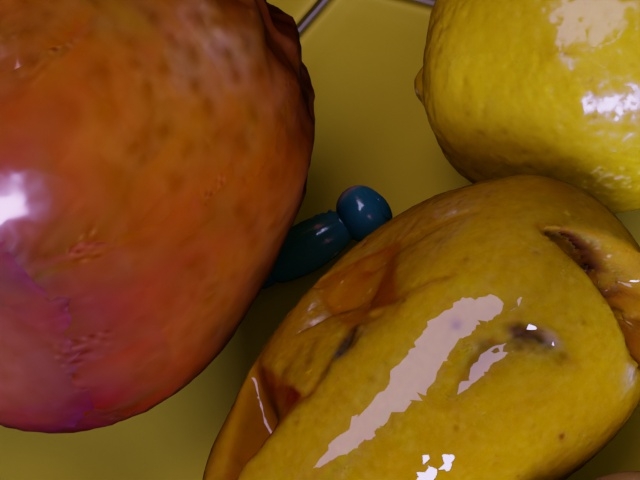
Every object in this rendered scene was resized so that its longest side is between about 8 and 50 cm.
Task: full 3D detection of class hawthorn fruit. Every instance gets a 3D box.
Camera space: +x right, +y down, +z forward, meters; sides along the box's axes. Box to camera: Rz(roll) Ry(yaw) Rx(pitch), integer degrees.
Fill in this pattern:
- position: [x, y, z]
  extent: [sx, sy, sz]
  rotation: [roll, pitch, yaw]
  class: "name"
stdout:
- position: [-0.218, -0.092, 1.014]
  extent: [0.471, 0.472, 0.472]
  rotation: [-11, 49, 13]
  class: "hawthorn fruit"

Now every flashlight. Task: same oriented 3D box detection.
- position: [0.000, 0.000, 1.103]
  extent: [0.129, 0.051, 0.051]
  rotation: [-32, 48, -1]
  class: "flashlight"

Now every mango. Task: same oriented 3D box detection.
- position: [0.069, 0.105, 0.881]
  extent: [0.365, 0.182, 0.253]
  rotation: [-46, 22, -17]
  class: "mango"

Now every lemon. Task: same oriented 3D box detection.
- position: [0.202, -0.131, 1.012]
  extent: [0.288, 0.233, 0.233]
  rotation: [1, 52, 33]
  class: "lemon"

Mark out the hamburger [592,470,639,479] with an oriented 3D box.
- position: [0.184, 0.216, 0.782]
  extent: [0.137, 0.175, 0.175]
  rotation: [-31, 47, -21]
  class: "hamburger"
